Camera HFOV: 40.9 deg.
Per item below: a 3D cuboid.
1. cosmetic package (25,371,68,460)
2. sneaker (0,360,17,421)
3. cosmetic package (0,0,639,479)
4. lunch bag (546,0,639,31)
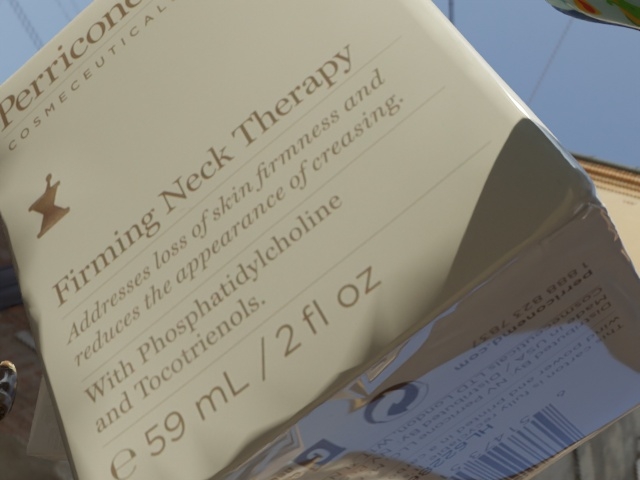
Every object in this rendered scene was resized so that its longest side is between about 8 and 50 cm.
[{"bbox_3d":[-0.349,0.197,1.251,0.098,0.060,0.239,-6,-115,27],"label":"cosmetic package"},{"bbox_3d":[-0.433,0.196,1.005,0.188,0.071,0.066,-17,-56,14],"label":"sneaker"},{"bbox_3d":[0.000,0.000,0.657,0.329,0.327,0.394,-38,-127,10],"label":"cosmetic package"},{"bbox_3d":[0.162,-0.166,0.320,0.176,0.090,0.219,-50,-154,6],"label":"lunch bag"}]
